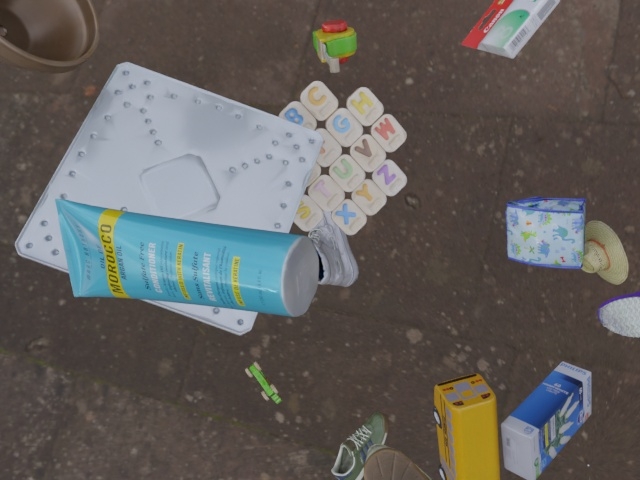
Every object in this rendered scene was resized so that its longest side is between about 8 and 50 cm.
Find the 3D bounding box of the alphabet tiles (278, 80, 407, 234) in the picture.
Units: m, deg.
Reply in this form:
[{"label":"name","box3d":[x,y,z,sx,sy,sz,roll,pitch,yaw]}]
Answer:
[{"label":"alphabet tiles","box3d":[0.028,-0.156,1.222,0.284,0.278,0.021,-44,17,0]}]

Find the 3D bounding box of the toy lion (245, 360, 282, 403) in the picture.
[{"label":"toy lion","box3d":[-0.121,0.320,1.403,0.034,0.096,0.100,-37,76,-6]}]

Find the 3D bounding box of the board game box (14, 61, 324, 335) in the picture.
[{"label":"board game box","box3d":[-0.237,-0.078,1.064,0.390,0.050,0.389,20,68,-1]}]

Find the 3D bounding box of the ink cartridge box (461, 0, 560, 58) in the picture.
[{"label":"ink cartridge box","box3d":[0.466,-0.566,1.601,0.181,0.056,0.224,-52,37,6]}]

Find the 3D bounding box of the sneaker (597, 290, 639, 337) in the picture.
[{"label":"sneaker","box3d":[0.829,0.171,1.592,0.294,0.146,0.102,-8,95,-3]}]

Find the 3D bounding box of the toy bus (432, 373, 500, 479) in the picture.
[{"label":"toy bus","box3d":[0.332,0.459,1.417,0.108,0.332,0.130,-14,25,-9]}]

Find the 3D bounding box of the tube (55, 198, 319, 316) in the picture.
[{"label":"tube","box3d":[-0.104,0.014,0.444,0.207,0.052,0.080,5,105,25]}]

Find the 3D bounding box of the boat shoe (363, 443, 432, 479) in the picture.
[{"label":"boat shoe","box3d":[0.178,0.430,0.972,0.105,0.089,0.285,-38,85,-1]}]

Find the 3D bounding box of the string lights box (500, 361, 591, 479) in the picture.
[{"label":"string lights box","box3d":[0.515,0.404,1.422,0.260,0.133,0.077,-31,31,-33]}]

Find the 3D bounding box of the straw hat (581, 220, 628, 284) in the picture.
[{"label":"straw hat","box3d":[0.573,0.034,1.321,0.061,0.144,0.144,-19,63,-10]}]

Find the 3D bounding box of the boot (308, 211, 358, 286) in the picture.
[{"label":"boot","box3d":[0.000,0.000,1.605,0.095,0.124,0.258,-45,57,33]}]

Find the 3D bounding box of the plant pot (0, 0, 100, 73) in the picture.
[{"label":"plant pot","box3d":[-0.481,-0.356,0.989,0.110,0.237,0.237,-25,63,32]}]

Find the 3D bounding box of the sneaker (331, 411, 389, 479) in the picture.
[{"label":"sneaker","box3d":[0.093,0.501,1.525,0.064,0.086,0.192,24,84,50]}]

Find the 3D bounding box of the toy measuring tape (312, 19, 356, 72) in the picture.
[{"label":"toy measuring tape","box3d":[0.053,-0.516,1.679,0.121,0.121,0.330,-33,30,9]}]

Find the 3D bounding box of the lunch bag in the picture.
[{"label":"lunch bag","box3d":[0.456,-0.018,1.277,0.151,0.096,0.128,1,111,25]}]
